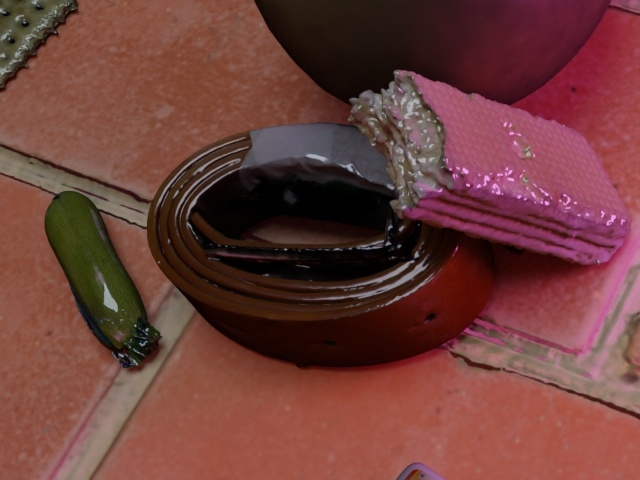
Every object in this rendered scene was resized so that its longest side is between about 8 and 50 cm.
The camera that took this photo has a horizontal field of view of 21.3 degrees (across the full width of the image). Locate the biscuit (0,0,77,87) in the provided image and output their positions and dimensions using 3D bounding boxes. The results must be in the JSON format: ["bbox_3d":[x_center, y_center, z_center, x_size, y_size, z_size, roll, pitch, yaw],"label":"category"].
[{"bbox_3d":[-0.313,-0.204,1.604,0.144,0.016,0.203,29,72,32],"label":"biscuit"}]

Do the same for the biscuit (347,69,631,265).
[{"bbox_3d":[0.129,-0.049,1.230,0.062,0.239,0.108,-45,52,30],"label":"biscuit"}]

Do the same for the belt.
[{"bbox_3d":[0.000,0.000,1.315,0.262,0.105,0.184,0,61,22],"label":"belt"}]

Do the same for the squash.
[{"bbox_3d":[-0.183,0.028,1.392,0.052,0.052,0.183,-29,57,-1],"label":"squash"}]

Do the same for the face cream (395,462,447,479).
[{"bbox_3d":[0.088,0.192,1.209,0.083,0.021,0.040,30,72,31],"label":"face cream"}]

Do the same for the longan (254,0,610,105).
[{"bbox_3d":[0.086,-0.239,1.317,0.319,0.319,0.318,-9,56,13],"label":"longan"}]
